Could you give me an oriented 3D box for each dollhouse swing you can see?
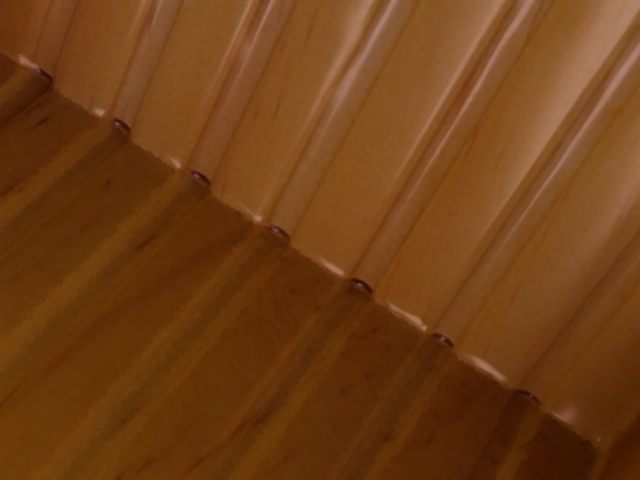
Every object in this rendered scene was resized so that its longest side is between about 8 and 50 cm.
[{"bbox_3d":[-0.006,-0.041,0.282,0.347,0.315,0.305,34,139,6],"label":"dollhouse swing"}]
